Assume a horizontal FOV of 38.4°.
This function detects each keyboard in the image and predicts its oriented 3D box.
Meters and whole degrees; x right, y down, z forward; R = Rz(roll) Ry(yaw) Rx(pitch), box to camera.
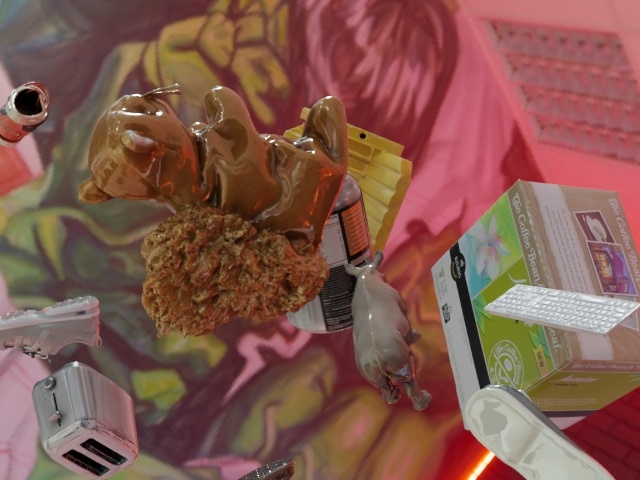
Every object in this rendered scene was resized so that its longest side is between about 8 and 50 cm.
[{"bbox_3d":[0.326,0.092,1.266,0.014,0.072,0.256,58,-20,-17],"label":"keyboard"}]

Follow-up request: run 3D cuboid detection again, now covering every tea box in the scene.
[{"bbox_3d":[0.381,0.122,1.583,0.323,0.219,0.329,127,-39,-51],"label":"tea box"}]

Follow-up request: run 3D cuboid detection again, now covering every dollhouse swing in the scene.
[{"bbox_3d":[0.014,-0.093,2.059,0.315,0.347,0.305,22,7,2],"label":"dollhouse swing"}]

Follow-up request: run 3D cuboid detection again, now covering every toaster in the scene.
[{"bbox_3d":[-0.418,0.336,1.671,0.227,0.129,0.146,51,12,-47],"label":"toaster"}]

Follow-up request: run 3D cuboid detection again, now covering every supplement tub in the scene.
[{"bbox_3d":[0.000,0.000,1.760,0.193,0.193,0.316,20,-53,56],"label":"supplement tub"}]

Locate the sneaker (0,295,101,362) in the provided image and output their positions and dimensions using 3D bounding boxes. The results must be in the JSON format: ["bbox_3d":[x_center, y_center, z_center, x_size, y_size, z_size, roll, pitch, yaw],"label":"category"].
[{"bbox_3d":[-0.576,0.198,1.846,0.105,0.281,0.115,-100,178,-83],"label":"sneaker"}]

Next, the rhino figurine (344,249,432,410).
[{"bbox_3d":[0.077,0.097,1.154,0.106,0.073,0.243,54,18,-36],"label":"rhino figurine"}]

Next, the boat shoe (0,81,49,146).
[{"bbox_3d":[-0.326,-0.149,1.020,0.049,0.043,0.137,35,24,-16],"label":"boat shoe"}]

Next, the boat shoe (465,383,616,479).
[{"bbox_3d":[0.348,0.328,1.317,0.319,0.116,0.099,44,22,21],"label":"boat shoe"}]

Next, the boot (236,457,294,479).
[{"bbox_3d":[-0.114,0.418,1.365,0.106,0.219,0.082,59,-8,-2],"label":"boot"}]

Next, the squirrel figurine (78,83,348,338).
[{"bbox_3d":[-0.172,-0.057,1.412,0.370,0.397,0.281,15,-29,-37],"label":"squirrel figurine"}]
